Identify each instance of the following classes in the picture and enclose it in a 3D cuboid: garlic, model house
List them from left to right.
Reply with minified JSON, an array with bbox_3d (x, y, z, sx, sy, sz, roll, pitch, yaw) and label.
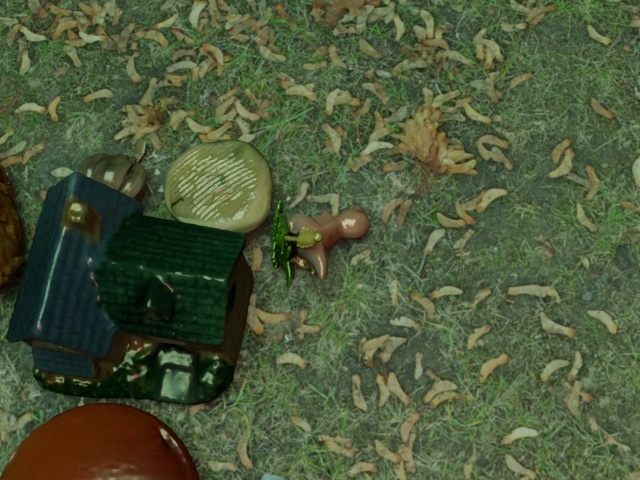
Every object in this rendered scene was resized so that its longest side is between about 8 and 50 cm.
[{"bbox_3d":[-0.388,-0.133,1.823,0.131,0.127,0.194,23,55,14],"label":"garlic"},{"bbox_3d":[-0.330,0.097,1.617,0.381,0.343,0.335,8,71,6],"label":"model house"}]

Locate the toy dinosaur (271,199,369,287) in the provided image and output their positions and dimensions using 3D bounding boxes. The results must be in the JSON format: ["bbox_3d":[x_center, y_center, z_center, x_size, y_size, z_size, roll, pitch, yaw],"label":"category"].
[{"bbox_3d":[0.000,0.007,1.752,0.176,0.152,0.194,5,31,5],"label":"toy dinosaur"}]

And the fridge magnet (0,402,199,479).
[{"bbox_3d":[-0.381,0.462,1.594,0.363,0.155,0.364,-1,71,3],"label":"fridge magnet"}]

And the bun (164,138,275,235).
[{"bbox_3d":[-0.184,-0.092,1.791,0.210,0.116,0.237,-45,60,-8],"label":"bun"}]

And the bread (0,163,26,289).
[{"bbox_3d":[-0.706,-0.054,1.681,0.215,0.398,0.398,-23,71,10],"label":"bread"}]
